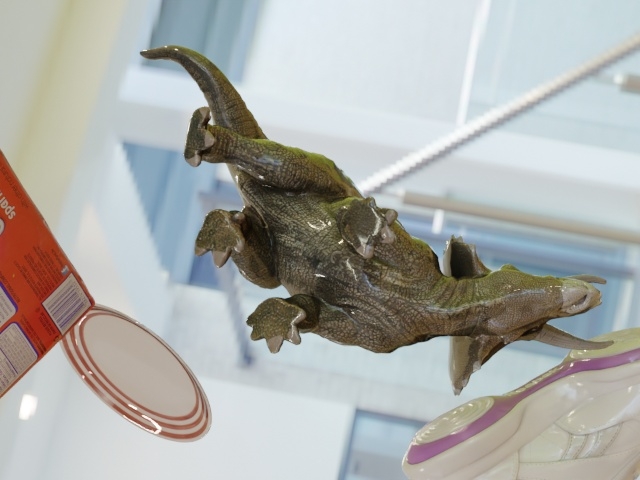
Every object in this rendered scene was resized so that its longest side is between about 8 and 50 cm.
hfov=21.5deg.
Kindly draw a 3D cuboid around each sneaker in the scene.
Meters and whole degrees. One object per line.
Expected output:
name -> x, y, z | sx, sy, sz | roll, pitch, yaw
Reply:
sneaker -> 0.224, 0.172, 1.413 | 0.114, 0.305, 0.152 | -153, 39, -80

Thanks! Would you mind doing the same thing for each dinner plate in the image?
dinner plate -> -0.135, 0.094, 1.245 | 0.017, 0.141, 0.141 | -49, -23, -32

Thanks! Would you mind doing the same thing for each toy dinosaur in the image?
toy dinosaur -> 0.000, 0.000, 0.966 | 0.121, 0.313, 0.160 | -61, -28, 2

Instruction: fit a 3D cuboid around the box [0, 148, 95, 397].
box -> -0.257, -0.017, 1.003 | 0.128, 0.122, 0.257 | -46, -38, -18
